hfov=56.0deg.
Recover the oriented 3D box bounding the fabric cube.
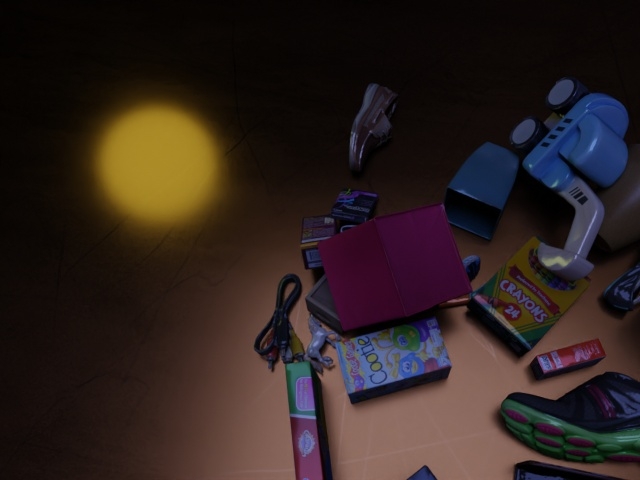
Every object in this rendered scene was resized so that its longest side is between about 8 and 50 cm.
[{"bbox_3d":[0.190,0.070,1.575,0.259,0.258,0.254,-12,81,-36],"label":"fabric cube"}]

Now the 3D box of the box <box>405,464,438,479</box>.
[{"bbox_3d":[0.152,0.690,1.356,0.343,0.312,0.179,-35,67,-8],"label":"box"}]

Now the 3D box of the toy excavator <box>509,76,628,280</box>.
[{"bbox_3d":[0.693,-0.169,1.630,0.433,0.222,0.445,-51,29,21],"label":"toy excavator"}]

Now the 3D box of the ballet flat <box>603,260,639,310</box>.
[{"bbox_3d":[0.898,0.088,1.644,0.280,0.095,0.096,-47,45,-5],"label":"ballet flat"}]

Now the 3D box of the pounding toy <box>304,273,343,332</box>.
[{"bbox_3d":[0.049,0.131,1.745,0.181,0.094,0.206,31,64,24],"label":"pounding toy"}]

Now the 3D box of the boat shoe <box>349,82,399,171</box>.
[{"bbox_3d":[0.172,-0.364,1.931,0.116,0.123,0.325,15,70,11],"label":"boat shoe"}]

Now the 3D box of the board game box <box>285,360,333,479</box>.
[{"bbox_3d":[-0.025,0.486,1.510,0.064,0.242,0.317,-9,66,3],"label":"board game box"}]

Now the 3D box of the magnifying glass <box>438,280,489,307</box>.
[{"bbox_3d":[0.448,0.160,1.711,0.230,0.026,0.092,-10,65,4],"label":"magnifying glass"}]

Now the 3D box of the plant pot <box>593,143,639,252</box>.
[{"bbox_3d":[0.859,-0.094,1.681,0.254,0.237,0.237,-45,68,4],"label":"plant pot"}]

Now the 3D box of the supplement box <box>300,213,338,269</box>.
[{"bbox_3d":[0.000,0.000,1.759,0.104,0.081,0.188,-8,28,5],"label":"supplement box"}]

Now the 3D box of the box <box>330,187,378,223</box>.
[{"bbox_3d":[0.104,-0.106,1.826,0.116,0.029,0.162,10,34,11],"label":"box"}]

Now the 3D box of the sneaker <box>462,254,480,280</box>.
[{"bbox_3d":[0.377,0.094,1.730,0.190,0.071,0.083,-33,33,-20],"label":"sneaker"}]

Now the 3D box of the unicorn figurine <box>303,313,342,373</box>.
[{"bbox_3d":[-0.001,0.281,1.693,0.111,0.060,0.162,26,53,-2],"label":"unicorn figurine"}]

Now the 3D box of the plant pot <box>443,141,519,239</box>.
[{"bbox_3d":[0.485,-0.163,1.781,0.165,0.165,0.234,25,64,17],"label":"plant pot"}]

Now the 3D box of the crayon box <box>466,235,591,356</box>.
[{"bbox_3d":[0.585,0.133,1.656,0.318,0.081,0.202,-42,72,-17],"label":"crayon box"}]

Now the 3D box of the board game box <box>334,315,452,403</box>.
[{"bbox_3d":[0.191,0.320,1.608,0.275,0.144,0.142,-15,64,0],"label":"board game box"}]

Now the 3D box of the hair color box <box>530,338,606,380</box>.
[{"bbox_3d":[0.646,0.313,1.579,0.167,0.093,0.054,-16,64,-1],"label":"hair color box"}]

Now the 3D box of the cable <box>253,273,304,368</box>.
[{"bbox_3d":[-0.116,0.237,1.747,0.139,0.072,0.287,-7,54,9],"label":"cable"}]

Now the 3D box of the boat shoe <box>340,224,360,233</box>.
[{"bbox_3d":[0.166,-0.003,1.792,0.226,0.076,0.083,1,67,8],"label":"boat shoe"}]

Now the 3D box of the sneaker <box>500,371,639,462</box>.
[{"bbox_3d":[0.691,0.433,1.500,0.482,0.185,0.202,4,49,6],"label":"sneaker"}]

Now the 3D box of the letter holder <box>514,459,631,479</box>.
[{"bbox_3d":[0.614,0.614,1.382,0.301,0.214,0.152,8,67,11],"label":"letter holder"}]
